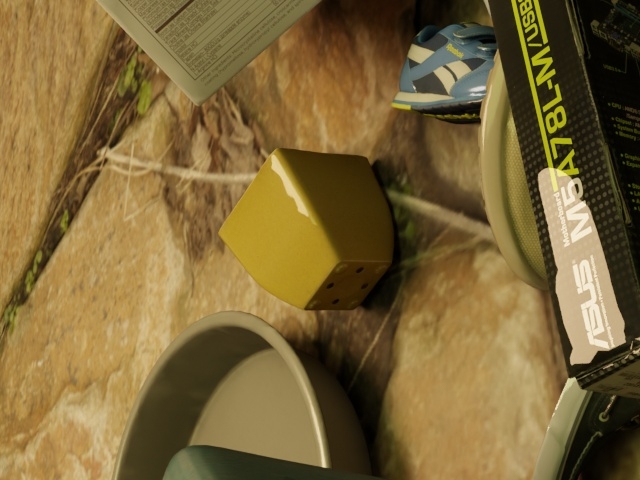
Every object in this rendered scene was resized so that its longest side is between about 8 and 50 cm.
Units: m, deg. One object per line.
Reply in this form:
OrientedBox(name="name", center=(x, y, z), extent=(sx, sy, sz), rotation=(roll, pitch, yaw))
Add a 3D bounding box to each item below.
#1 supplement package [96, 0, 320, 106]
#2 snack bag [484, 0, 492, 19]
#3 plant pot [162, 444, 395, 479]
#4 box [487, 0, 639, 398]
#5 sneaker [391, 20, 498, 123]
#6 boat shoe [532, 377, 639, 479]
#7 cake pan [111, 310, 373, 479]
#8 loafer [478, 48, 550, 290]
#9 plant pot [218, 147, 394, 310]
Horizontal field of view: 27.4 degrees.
OrientedBox(name="supplement package", center=(-0.094, -0.263, 0.800), extent=(0.198, 0.262, 0.199), rotation=(-40, 22, 10))
OrientedBox(name="snack bag", center=(0.067, -0.322, 0.713), extent=(0.342, 0.037, 0.323), rotation=(-104, 3, -46))
OrientedBox(name="plant pot", center=(0.011, 0.222, 0.617), extent=(0.252, 0.247, 0.247), rotation=(-156, 80, -73))
OrientedBox(name="box", center=(0.157, -0.024, 0.510), extent=(0.045, 0.191, 0.184), rotation=(-39, 51, 43))
OrientedBox(name="sneaker", center=(0.093, -0.099, 0.754), extent=(0.144, 0.053, 0.059), rotation=(11, 88, 56))
OrientedBox(name="boat shoe", center=(0.143, 0.069, 0.636), extent=(0.040, 0.049, 0.142), rotation=(25, 111, 17))
OrientedBox(name="cake pan", center=(-0.059, 0.196, 0.887), extent=(0.293, 0.054, 0.293), rotation=(-23, 61, 51))
OrientedBox(name="loafer", center=(0.148, -0.102, 0.629), extent=(0.092, 0.102, 0.268), rotation=(15, 100, 35))
OrientedBox(name="plant pot", center=(0.000, 0.000, 0.843), extent=(0.081, 0.081, 0.083), rotation=(-54, 53, 32))
